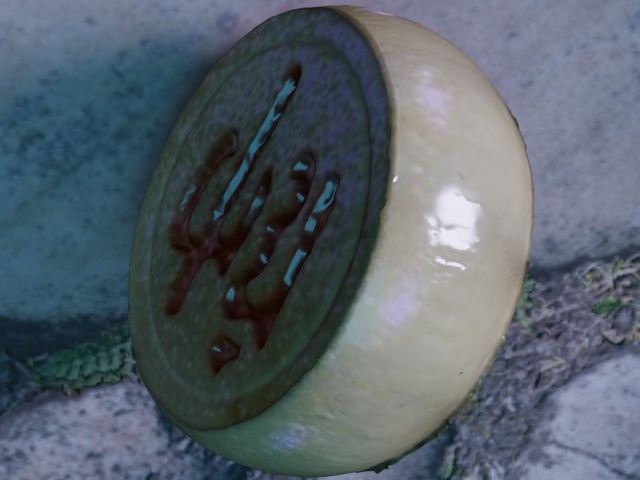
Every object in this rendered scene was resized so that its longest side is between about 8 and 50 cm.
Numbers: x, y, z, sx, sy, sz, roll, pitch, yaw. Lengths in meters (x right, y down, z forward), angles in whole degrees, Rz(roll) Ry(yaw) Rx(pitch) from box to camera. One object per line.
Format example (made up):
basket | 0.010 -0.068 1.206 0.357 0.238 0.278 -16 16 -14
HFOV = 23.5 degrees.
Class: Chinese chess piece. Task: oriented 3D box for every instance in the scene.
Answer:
Chinese chess piece | 0.000 0.000 0.877 0.112 0.270 0.270 19 118 -35
